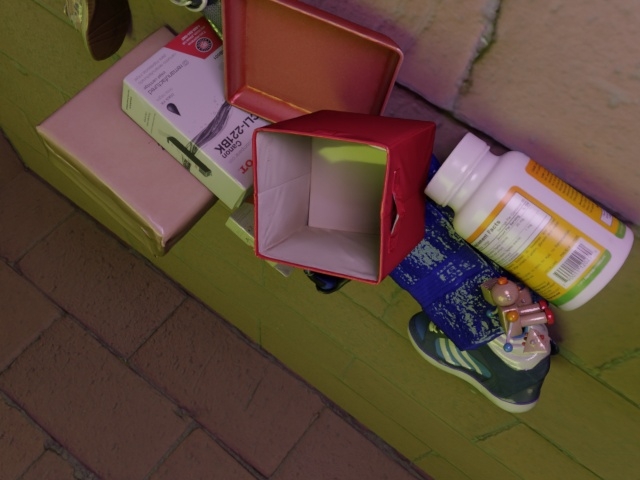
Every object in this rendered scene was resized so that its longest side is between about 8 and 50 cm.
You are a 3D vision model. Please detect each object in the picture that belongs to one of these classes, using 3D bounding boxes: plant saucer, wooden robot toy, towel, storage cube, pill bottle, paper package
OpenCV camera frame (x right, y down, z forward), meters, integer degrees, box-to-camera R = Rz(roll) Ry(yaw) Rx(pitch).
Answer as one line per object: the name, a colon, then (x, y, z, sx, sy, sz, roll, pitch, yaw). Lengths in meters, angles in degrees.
plant saucer: (-0.019, -0.252, 0.870, 0.259, 0.047, 0.259, 23, 154, 3)
wooden robot toy: (0.257, 0.077, 0.778, 0.173, 0.076, 0.079, -86, -25, -68)
towel: (0.198, 0.030, 0.941, 0.308, 0.076, 0.227, 47, 133, 5)
storage cube: (0.035, -0.074, 0.813, 0.215, 0.193, 0.183, 12, 114, 25)
pill bottle: (0.266, -0.032, 0.775, 0.246, 0.136, 0.136, 38, 156, 7)
paper package: (-0.312, -0.188, 1.134, 0.309, 0.325, 0.168, 42, 157, -5)

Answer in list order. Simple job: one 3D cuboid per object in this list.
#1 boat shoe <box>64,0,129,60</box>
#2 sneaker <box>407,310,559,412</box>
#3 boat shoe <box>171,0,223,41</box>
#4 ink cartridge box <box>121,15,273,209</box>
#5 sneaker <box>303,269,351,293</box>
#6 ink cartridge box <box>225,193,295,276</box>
boat shoe: (-0.440, -0.476, 1.121, 0.089, 0.104, 0.285, 40, 147, 13)
sneaker: (0.295, 0.157, 1.119, 0.323, 0.130, 0.236, 35, 141, 46)
boat shoe: (-0.205, -0.380, 0.846, 0.127, 0.158, 0.340, 12, 144, 48)
ink cartridge box: (-0.180, -0.222, 1.037, 0.273, 0.197, 0.114, 43, 156, -6)
sneaker: (0.001, 0.000, 1.174, 0.316, 0.182, 0.127, 13, 143, 47)
ink cartridge box: (-0.113, -0.020, 1.393, 0.198, 0.115, 0.067, 42, 156, -5)
